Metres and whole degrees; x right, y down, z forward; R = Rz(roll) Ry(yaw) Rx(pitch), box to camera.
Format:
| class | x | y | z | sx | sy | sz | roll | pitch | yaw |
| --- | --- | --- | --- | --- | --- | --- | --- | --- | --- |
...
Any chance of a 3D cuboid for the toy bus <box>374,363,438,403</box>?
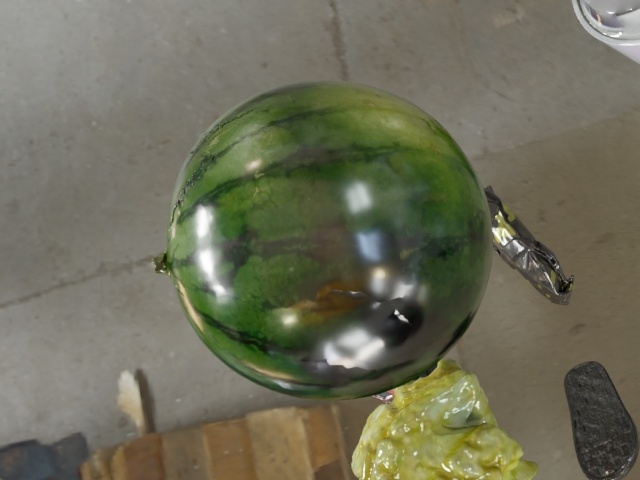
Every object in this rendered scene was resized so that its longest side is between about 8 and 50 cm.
| class | x | y | z | sx | sy | sz | roll | pitch | yaw |
| --- | --- | --- | --- | --- | --- | --- | --- | --- | --- |
| toy bus | 0.072 | 0.175 | 1.615 | 0.096 | 0.235 | 0.074 | -29 | 46 | 42 |

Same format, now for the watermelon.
| class | x | y | z | sx | sy | sz | roll | pitch | yaw |
| --- | --- | --- | --- | --- | --- | --- | --- | --- | --- |
| watermelon | 0.005 | 0.000 | 0.846 | 0.242 | 0.242 | 0.242 | -1 | 89 | 28 |

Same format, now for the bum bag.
| class | x | y | z | sx | sy | sz | roll | pitch | yaw |
| --- | --- | --- | --- | --- | --- | --- | --- | --- | --- |
| bum bag | 0.271 | -0.003 | 1.622 | 0.060 | 0.107 | 0.232 | -38 | 58 | -4 |

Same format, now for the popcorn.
| class | x | y | z | sx | sy | sz | roll | pitch | yaw |
| --- | --- | --- | --- | --- | --- | --- | --- | --- | --- |
| popcorn | 0.127 | 0.235 | 1.166 | 0.167 | 0.185 | 0.187 | -37 | 39 | 4 |

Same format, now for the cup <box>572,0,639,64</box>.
| class | x | y | z | sx | sy | sz | roll | pitch | yaw |
| --- | --- | --- | --- | --- | --- | --- | --- | --- | --- |
| cup | 0.530 | -0.320 | 1.530 | 0.253 | 0.371 | 0.253 | -22 | 59 | 42 |

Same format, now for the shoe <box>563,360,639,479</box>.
| class | x | y | z | sx | sy | sz | roll | pitch | yaw |
| --- | --- | --- | --- | --- | --- | --- | --- | --- | --- |
| shoe | 0.320 | 0.211 | 1.286 | 0.071 | 0.179 | 0.049 | -27 | 121 | 16 |

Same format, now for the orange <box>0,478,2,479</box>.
| class | x | y | z | sx | sy | sz | roll | pitch | yaw |
| --- | --- | --- | --- | --- | --- | --- | --- | --- | --- |
| orange | -0.530 | 0.392 | 1.605 | 0.224 | 0.224 | 0.170 | 15 | 92 | 27 |
